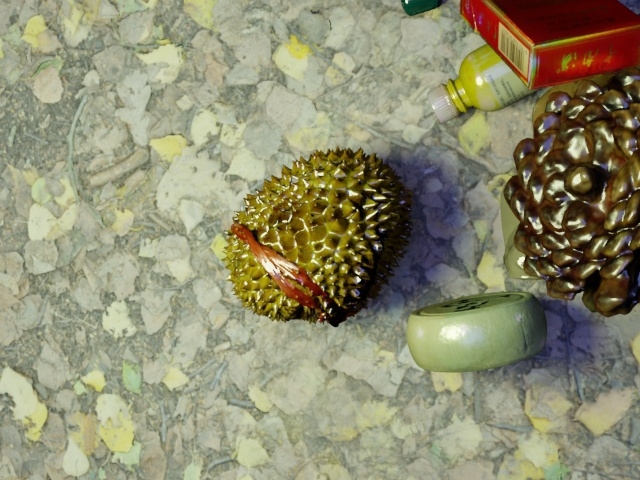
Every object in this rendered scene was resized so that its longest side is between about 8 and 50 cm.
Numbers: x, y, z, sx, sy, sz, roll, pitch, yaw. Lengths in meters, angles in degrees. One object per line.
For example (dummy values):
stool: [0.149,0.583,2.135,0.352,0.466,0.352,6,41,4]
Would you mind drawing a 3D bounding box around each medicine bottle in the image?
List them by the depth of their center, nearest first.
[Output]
medicine bottle: [0.306,-0.295,1.592,0.212,0.122,0.122,-27,84,16]

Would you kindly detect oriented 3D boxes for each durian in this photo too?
durian: [-0.002,0.000,1.579,0.384,0.347,0.347,-27,84,15]

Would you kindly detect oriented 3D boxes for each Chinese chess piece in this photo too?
Chinese chess piece: [0.279,0.160,1.544,0.250,0.250,0.101,-10,93,17]

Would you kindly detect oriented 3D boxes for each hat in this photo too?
hat: [0.400,-0.031,1.574,0.166,0.144,0.173,-16,109,15]

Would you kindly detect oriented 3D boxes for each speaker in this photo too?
speaker: [0.193,-0.483,1.663,0.075,0.060,0.094,-13,52,17]

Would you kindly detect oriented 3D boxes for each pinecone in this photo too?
pinecone: [0.500,-0.069,1.381,0.398,0.398,0.398,0,91,17]

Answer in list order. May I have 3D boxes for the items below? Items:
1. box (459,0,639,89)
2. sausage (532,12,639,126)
box: [0.382,-0.375,1.454,0.197,0.313,0.089,-13,129,-7]
sausage: [0.581,-0.341,1.508,0.501,0.123,0.136,-44,46,13]
